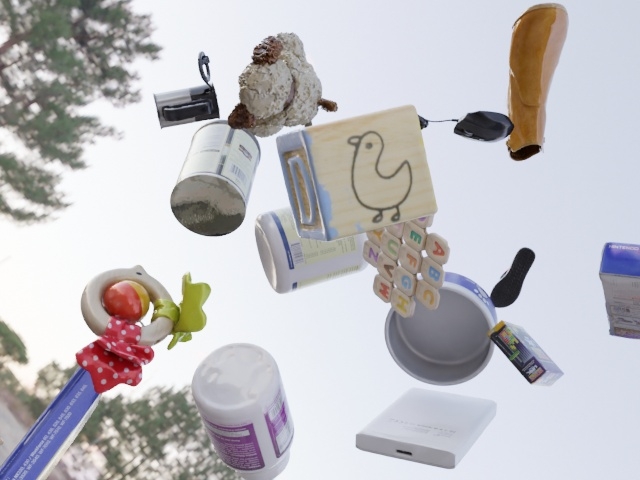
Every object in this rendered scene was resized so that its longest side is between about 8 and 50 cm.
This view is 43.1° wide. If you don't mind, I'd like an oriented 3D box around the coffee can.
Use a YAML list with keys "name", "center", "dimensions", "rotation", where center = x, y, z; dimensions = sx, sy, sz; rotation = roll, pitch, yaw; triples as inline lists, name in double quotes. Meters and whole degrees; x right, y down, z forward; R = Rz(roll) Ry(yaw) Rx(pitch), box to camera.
- name: "coffee can"
  center: [-0.279, -0.171, 2.190]
  dimensions: [0.202, 0.275, 0.201]
  rotation: [3, -51, 4]

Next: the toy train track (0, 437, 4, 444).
- name: "toy train track"
  center: [-0.559, 0.354, 1.332]
  dimensions: [0.048, 0.083, 0.014]
  rotation: [49, -20, 20]

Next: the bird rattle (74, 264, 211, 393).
- name: "bird rattle"
  center: [-0.322, 0.138, 1.386]
  dimensions: [0.207, 0.253, 0.143]
  rotation: [44, -42, 20]

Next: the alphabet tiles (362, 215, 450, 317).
- name: "alphabet tiles"
  center: [0.182, 0.025, 1.821]
  dimensions: [0.278, 0.021, 0.284]
  rotation: [39, -51, 46]

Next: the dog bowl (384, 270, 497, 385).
- name: "dog bowl"
  center: [0.293, 0.212, 1.960]
  dimensions: [0.265, 0.104, 0.265]
  rotation: [6, -69, 16]

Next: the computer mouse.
- name: "computer mouse"
  center: [0.237, -0.207, 1.479]
  dimensions: [0.071, 0.242, 0.041]
  rotation: [112, -21, -71]

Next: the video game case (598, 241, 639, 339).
- name: "video game case"
  center: [0.566, 0.092, 1.207]
  dimensions: [0.270, 0.061, 0.244]
  rotation: [6, -26, 26]

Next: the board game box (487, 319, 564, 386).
- name: "board game box"
  center: [0.439, 0.242, 1.729]
  dimensions: [0.141, 0.048, 0.170]
  rotation: [50, 14, 27]

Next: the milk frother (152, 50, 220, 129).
- name: "milk frother"
  center: [-0.294, -0.323, 1.751]
  dimensions: [0.129, 0.135, 0.143]
  rotation: [-172, -110, -79]

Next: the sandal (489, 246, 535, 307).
- name: "sandal"
  center: [0.502, 0.100, 2.115]
  dimensions: [0.067, 0.179, 0.040]
  rotation: [31, 3, 3]

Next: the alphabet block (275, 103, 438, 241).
- name: "alphabet block"
  center: [0.056, -0.112, 1.370]
  dimensions: [0.193, 0.197, 0.192]
  rotation: [-166, -118, -72]

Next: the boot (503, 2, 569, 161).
- name: "boot"
  center: [0.398, -0.279, 1.498]
  dimensions: [0.295, 0.104, 0.211]
  rotation: [78, 14, -73]

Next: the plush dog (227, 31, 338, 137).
- name: "plush dog"
  center: [-0.099, -0.339, 1.848]
  dimensions: [0.211, 0.225, 0.262]
  rotation: [31, -70, 31]

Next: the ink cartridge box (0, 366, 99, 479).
- name: "ink cartridge box"
  center: [-0.523, 0.393, 1.554]
  dimensions: [0.072, 0.303, 0.307]
  rotation: [36, -31, -5]

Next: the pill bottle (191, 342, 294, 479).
- name: "pill bottle"
  center: [-0.142, 0.350, 1.594]
  dimensions: [0.169, 0.169, 0.301]
  rotation: [36, -30, 34]

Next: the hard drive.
- name: "hard drive"
  center: [0.259, 0.436, 1.922]
  dimensions: [0.233, 0.353, 0.047]
  rotation: [5, -80, 26]

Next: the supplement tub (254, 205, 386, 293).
- name: "supplement tub"
  center: [0.000, 0.000, 2.253]
  dimensions: [0.235, 0.325, 0.235]
  rotation: [164, -90, -75]
